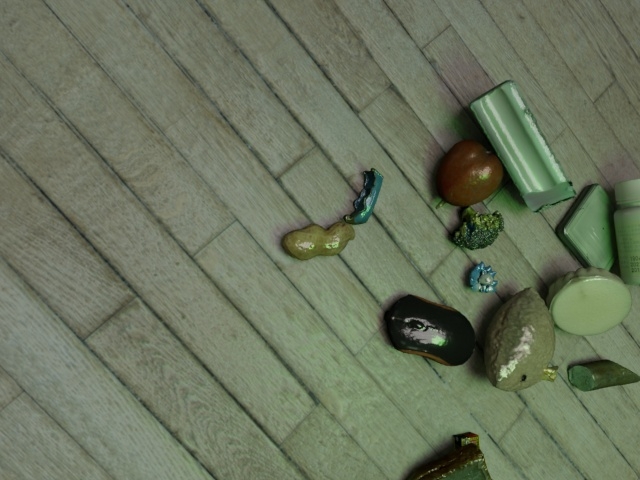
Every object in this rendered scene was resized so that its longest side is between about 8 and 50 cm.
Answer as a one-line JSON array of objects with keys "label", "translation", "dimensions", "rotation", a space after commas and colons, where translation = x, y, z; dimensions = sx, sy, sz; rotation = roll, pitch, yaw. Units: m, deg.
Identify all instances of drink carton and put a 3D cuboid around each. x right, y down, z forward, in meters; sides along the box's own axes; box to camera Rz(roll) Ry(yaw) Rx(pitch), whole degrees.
[{"label": "drink carton", "translation": [0.470, 0.702, 1.577], "dimensions": [0.071, 0.056, 0.166], "rotation": [-2, 85, -23]}]

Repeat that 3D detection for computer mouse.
[{"label": "computer mouse", "translation": [0.354, 0.284, 1.548], "dimensions": [0.323, 0.116, 0.183], "rotation": [19, 74, -16]}]

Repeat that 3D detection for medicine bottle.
[{"label": "medicine bottle", "translation": [1.175, -0.030, 1.772], "dimensions": [0.213, 0.213, 0.379], "rotation": [-5, 89, -20]}]

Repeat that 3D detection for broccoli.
[{"label": "broccoli", "translation": [0.509, -0.048, 1.639], "dimensions": [0.154, 0.167, 0.160], "rotation": [3, 51, -50]}]

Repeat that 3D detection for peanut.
[{"label": "peanut", "translation": [0.000, 0.000, 1.462], "dimensions": [0.227, 0.085, 0.104], "rotation": [-7, 85, -22]}]

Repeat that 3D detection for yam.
[{"label": "yam", "translation": [1.020, 0.475, 1.771], "dimensions": [0.259, 0.106, 0.106], "rotation": [-3, 86, -21]}]

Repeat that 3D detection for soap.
[{"label": "soap", "translation": [0.663, -0.299, 1.630], "dimensions": [0.156, 0.261, 0.446], "rotation": [-31, 97, 23]}]

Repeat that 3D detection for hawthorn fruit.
[{"label": "hawthorn fruit", "translation": [0.458, -0.197, 1.605], "dimensions": [0.251, 0.199, 0.199], "rotation": [-45, 100, 1]}]

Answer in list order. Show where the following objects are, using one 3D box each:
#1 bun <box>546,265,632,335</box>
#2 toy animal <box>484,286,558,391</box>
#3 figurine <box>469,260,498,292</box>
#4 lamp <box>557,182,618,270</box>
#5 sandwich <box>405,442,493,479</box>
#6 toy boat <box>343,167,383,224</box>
[{"label": "bun", "translation": [0.909, 0.184, 1.724], "dimensions": [0.263, 0.263, 0.175], "rotation": [35, 31, -13]}, {"label": "toy animal", "translation": [0.648, 0.325, 1.609], "dimensions": [0.226, 0.188, 0.358], "rotation": [33, 74, -25]}, {"label": "figurine", "translation": [0.538, 0.120, 1.645], "dimensions": [0.114, 0.079, 0.114], "rotation": [1, 85, -13]}, {"label": "lamp", "translation": [1.028, -0.036, 1.852], "dimensions": [0.266, 0.047, 0.269], "rotation": [46, 71, -14]}, {"label": "sandwich", "translation": [0.421, 0.793, 1.489], "dimensions": [0.271, 0.099, 0.301], "rotation": [-30, 96, 1]}, {"label": "toy boat", "translation": [0.128, -0.132, 1.525], "dimensions": [0.077, 0.075, 0.185], "rotation": [21, 83, -19]}]
